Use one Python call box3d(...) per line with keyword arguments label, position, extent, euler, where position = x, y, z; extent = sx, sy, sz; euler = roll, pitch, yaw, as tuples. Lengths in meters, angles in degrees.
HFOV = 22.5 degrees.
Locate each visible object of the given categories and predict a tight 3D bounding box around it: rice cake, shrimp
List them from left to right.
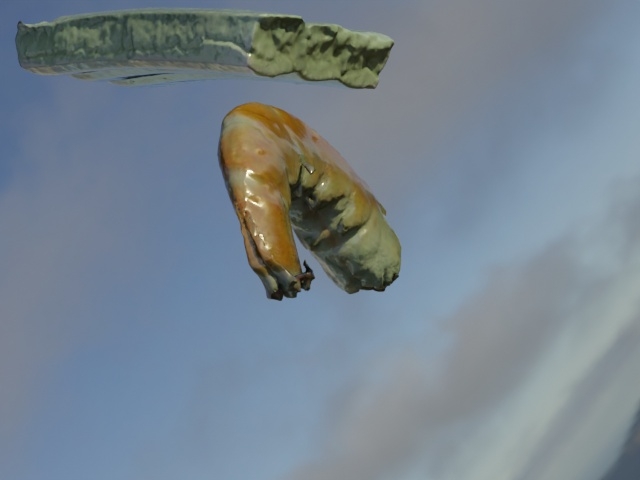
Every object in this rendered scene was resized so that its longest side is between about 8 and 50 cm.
box3d(label="rice cake", position=(-0.075, -0.117, 0.986), extent=(0.127, 0.237, 0.043), euler=(3, -88, -48))
box3d(label="shrimp", position=(0.000, 0.000, 0.859), extent=(0.049, 0.161, 0.166), euler=(-30, 29, 14))
